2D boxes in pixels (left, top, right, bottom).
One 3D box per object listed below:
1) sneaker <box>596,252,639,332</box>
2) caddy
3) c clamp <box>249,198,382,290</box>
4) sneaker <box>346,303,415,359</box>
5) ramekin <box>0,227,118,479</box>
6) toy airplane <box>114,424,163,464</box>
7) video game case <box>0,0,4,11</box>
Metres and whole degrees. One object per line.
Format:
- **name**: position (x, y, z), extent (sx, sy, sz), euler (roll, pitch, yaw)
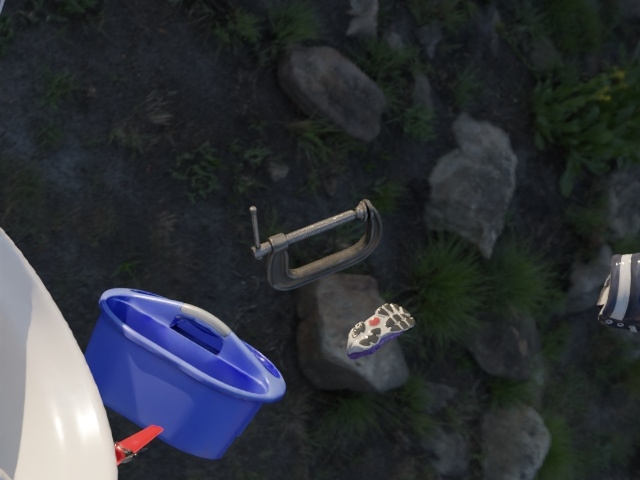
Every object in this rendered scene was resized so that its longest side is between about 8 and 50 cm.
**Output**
- **sneaker**: position (0.464, 0.133, 1.035), extent (0.099, 0.153, 0.282), euler (-49, 128, -54)
- **caddy**: position (-0.223, 0.197, 1.266), extent (0.341, 0.241, 0.179), euler (30, 99, 6)
- **c clamp**: position (0.000, 0.000, 0.794), extent (0.160, 0.137, 0.022), euler (-18, 50, -23)
- **sneaker**: position (0.111, 0.179, 1.496), extent (0.169, 0.071, 0.068), euler (-21, 59, -34)
- **ramekin**: position (-0.266, 0.097, 0.514), extent (0.135, 0.277, 0.277), euler (-28, 102, -4)
- **toy airplane**: position (-0.292, 0.286, 1.050), extent (0.151, 0.151, 0.028), euler (-29, 104, -36)
- **video game case**: position (-0.474, -0.418, 0.974), extent (0.204, 0.025, 0.285), euler (-68, 169, 8)
